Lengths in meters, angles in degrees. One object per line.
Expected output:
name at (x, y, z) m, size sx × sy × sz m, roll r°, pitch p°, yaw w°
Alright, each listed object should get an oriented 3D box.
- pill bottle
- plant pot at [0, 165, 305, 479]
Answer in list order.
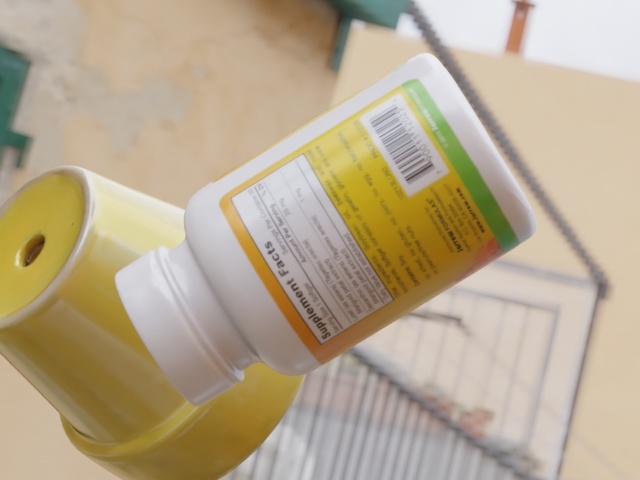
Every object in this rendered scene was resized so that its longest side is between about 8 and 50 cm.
pill bottle at (0.000, 0.000, 1.218) m, size 0.245 × 0.136 × 0.136 m, roll -31°, pitch -20°, yaw 3°
plant pot at (-0.172, 0.061, 1.689) m, size 0.254 × 0.254 × 0.239 m, roll 0°, pitch -30°, yaw 48°
